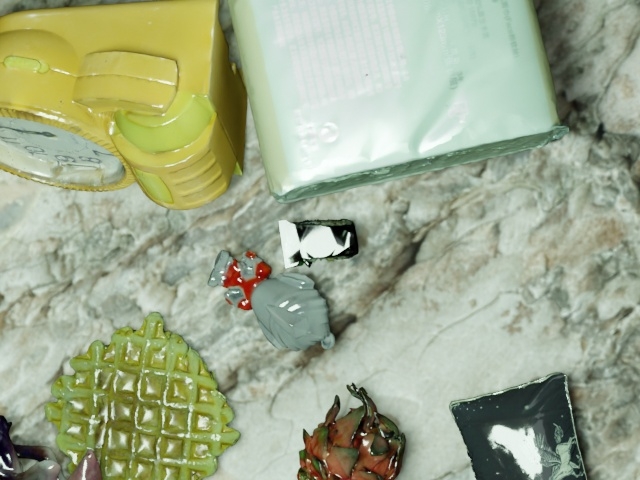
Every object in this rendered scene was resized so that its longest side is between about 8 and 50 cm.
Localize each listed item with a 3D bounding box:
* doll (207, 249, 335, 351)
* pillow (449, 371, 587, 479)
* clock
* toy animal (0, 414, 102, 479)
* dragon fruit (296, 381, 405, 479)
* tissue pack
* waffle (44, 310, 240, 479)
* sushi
[{"bbox_3d":[-0.053,0.070,1.856,0.180,0.079,0.094,32,106,19],"label":"doll"},{"bbox_3d":[0.236,0.265,1.825,0.141,0.055,0.208,-16,85,13],"label":"pillow"},{"bbox_3d":[-0.251,-0.154,1.810,0.317,0.244,0.200,5,67,11],"label":"clock"},{"bbox_3d":[-0.310,0.352,1.850,0.195,0.090,0.324,-11,91,34],"label":"toy animal"},{"bbox_3d":[0.032,0.244,1.810,0.142,0.121,0.130,-36,94,34],"label":"dragon fruit"},{"bbox_3d":[0.064,-0.270,1.791,0.331,0.205,0.405,-12,85,1],"label":"tissue pack"},{"bbox_3d":[-0.209,0.210,1.870,0.208,0.054,0.214,-38,82,7],"label":"waffle"},{"bbox_3d":[0.000,0.000,1.844,0.083,0.084,0.056,-9,87,5],"label":"sushi"}]
